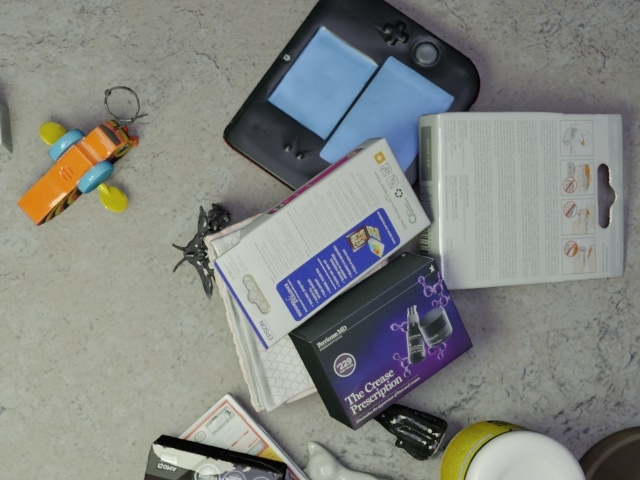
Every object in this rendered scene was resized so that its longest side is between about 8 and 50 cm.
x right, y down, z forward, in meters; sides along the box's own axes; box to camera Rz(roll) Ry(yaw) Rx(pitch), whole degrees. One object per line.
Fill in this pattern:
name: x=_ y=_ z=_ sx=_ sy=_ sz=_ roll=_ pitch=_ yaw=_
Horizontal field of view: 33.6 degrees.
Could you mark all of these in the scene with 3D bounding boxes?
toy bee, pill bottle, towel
toy bee: x=-0.384 y=-0.141 z=1.848 sx=0.298 sy=0.162 sz=0.195 roll=-21 pitch=95 yaw=19
pill bottle: x=0.299 y=0.393 z=1.736 sx=0.188 sy=0.334 sz=0.188 roll=0 pitch=85 yaw=-4
towel: x=-0.011 y=0.092 z=1.804 sx=0.317 sy=0.053 sz=0.332 roll=-22 pitch=105 yaw=-23

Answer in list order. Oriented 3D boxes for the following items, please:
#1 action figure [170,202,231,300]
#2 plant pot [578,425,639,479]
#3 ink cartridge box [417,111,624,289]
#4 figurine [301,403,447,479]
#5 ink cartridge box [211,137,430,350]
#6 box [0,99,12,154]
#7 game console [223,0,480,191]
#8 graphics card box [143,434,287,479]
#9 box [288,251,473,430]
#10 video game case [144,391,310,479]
action figure: x=-0.140 y=0.013 z=1.838 sx=0.275 sy=0.141 sz=0.164 roll=-6 pitch=93 yaw=-24
plant pot: x=0.606 y=0.485 z=1.778 sx=0.323 sy=0.280 sz=0.323 roll=0 pitch=86 yaw=-5
ink cartridge box: x=0.363 y=-0.076 z=1.906 sx=0.385 sy=0.091 sz=0.308 roll=-3 pitch=93 yaw=-21
figurine: x=0.084 y=0.369 z=1.857 sx=0.209 sy=0.092 sz=0.215 roll=26 pitch=84 yaw=7
ink cartridge box: x=0.000 y=0.000 z=1.736 sx=0.371 sy=0.069 sz=0.176 roll=-37 pitch=109 yaw=-23
box: x=-0.599 y=-0.196 z=1.846 sx=0.101 sy=0.102 sz=0.087 roll=-6 pitch=83 yaw=-5
game console: x=0.064 y=-0.241 z=1.916 sx=0.342 sy=0.060 sz=0.386 roll=36 pitch=83 yaw=0
graphics card box: x=-0.206 y=0.535 z=1.784 sx=0.232 sy=0.094 sz=0.371 roll=13 pitch=90 yaw=4
box: x=0.103 y=0.166 z=1.787 sx=0.261 sy=0.103 sz=0.184 roll=-33 pitch=107 yaw=-19
video game case: x=-0.138 y=0.435 z=1.839 sx=0.204 sy=0.025 sz=0.285 roll=-42 pitch=88 yaw=6
